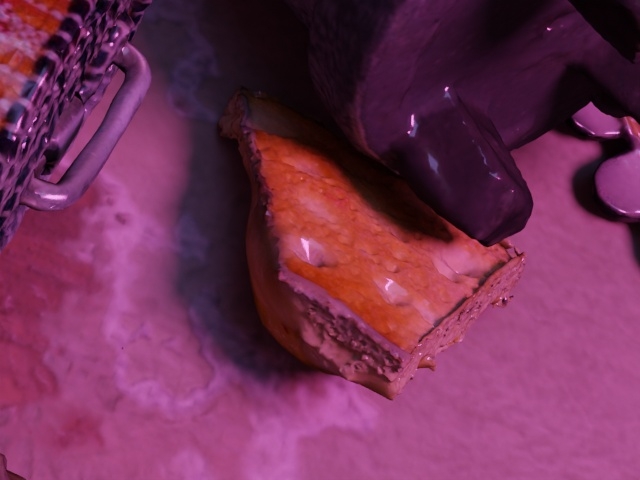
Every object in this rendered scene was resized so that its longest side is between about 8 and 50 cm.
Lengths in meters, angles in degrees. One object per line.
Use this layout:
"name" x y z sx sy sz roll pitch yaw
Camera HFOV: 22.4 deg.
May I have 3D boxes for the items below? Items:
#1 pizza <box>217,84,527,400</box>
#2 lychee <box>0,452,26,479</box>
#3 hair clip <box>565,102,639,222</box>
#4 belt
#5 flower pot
"pizza" 0.002 0.006 0.913 0.204 0.081 0.188 36 32 6
"lychee" -0.196 0.186 0.616 0.255 0.255 0.274 14 50 -19
"hair clip" 0.214 -0.088 1.063 0.146 0.075 0.257 -31 88 -31
"belt" -0.168 -0.090 0.799 0.160 0.207 0.295 28 42 -6
"flower pot" 0.110 -0.179 0.898 0.299 0.299 0.283 -18 62 -31
